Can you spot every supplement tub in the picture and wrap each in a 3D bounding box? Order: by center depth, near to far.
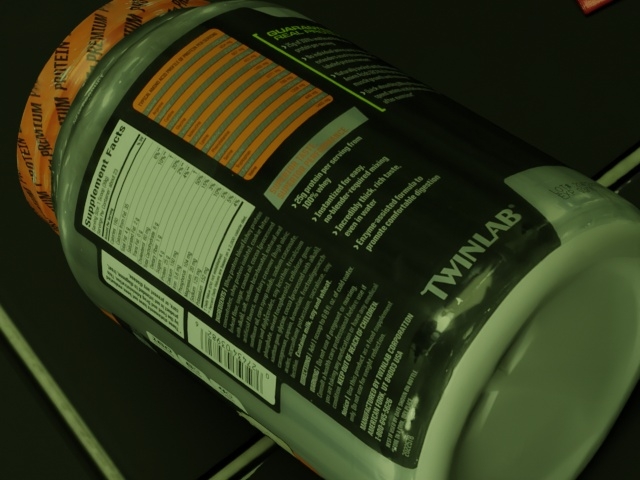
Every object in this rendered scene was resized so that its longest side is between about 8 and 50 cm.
[{"bbox_3d":[0.000,0.000,0.977,0.316,0.193,0.193,34,74,34],"label":"supplement tub"}]

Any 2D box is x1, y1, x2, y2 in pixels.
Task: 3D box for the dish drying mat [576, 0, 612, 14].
[{"bbox_3d":[0.187,-0.163,1.135,0.083,0.008,0.032,-27,54,-1],"label":"dish drying mat"}]
